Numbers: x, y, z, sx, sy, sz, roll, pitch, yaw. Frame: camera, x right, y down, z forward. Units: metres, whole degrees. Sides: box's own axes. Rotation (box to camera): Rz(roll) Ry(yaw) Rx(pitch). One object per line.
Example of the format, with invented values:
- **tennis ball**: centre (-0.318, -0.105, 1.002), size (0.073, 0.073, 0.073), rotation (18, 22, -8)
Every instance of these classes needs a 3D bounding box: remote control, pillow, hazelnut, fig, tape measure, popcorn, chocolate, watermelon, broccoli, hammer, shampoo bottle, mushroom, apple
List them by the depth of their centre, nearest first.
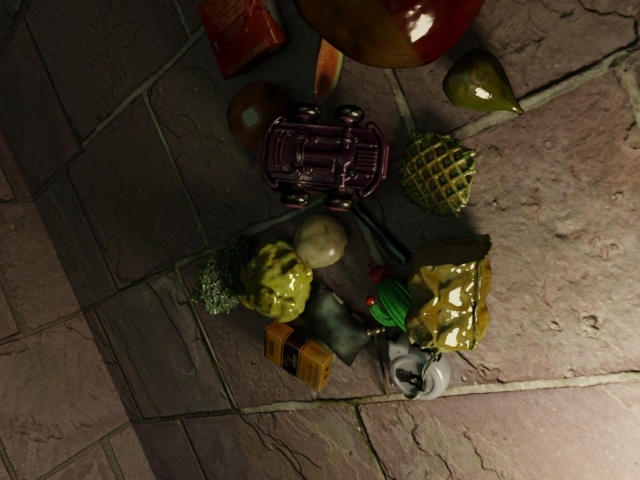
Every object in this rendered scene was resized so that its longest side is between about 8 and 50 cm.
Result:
- **hazelnut**: centre (0.143, -0.554, 0.951), size (0.429, 0.402, 0.401), rotation (28, 119, 27)
- **fig**: centre (0.354, -0.327, 1.017), size (0.127, 0.133, 0.184), rotation (-25, 110, 30)
- **watermelon**: centre (0.012, -0.476, 1.207), size (0.063, 0.119, 0.245), rotation (20, 116, 16)
- **tape measure**: centre (0.274, 0.365, 1.296), size (0.179, 0.105, 0.196), rotation (3, 114, 30)
- **hammer**: centre (0.153, -0.045, 1.301), size (0.290, 0.037, 0.137), rotation (47, 127, 14)
- **chocolate**: centre (-0.220, -0.624, 1.332), size (0.238, 0.108, 0.234), rotation (-19, 93, 36)
- **apple**: centre (-0.173, -0.364, 1.333), size (0.174, 0.188, 0.188), rotation (-43, 79, 34)
- **mushroom**: centre (0.000, 0.000, 1.366), size (0.166, 0.127, 0.166), rotation (-3, 79, 14)
- **hammer**: centre (0.186, 0.371, 1.381), size (0.058, 0.029, 0.292), rotation (-12, 119, 5)
- **pillow**: centre (0.045, 0.261, 1.431), size (0.250, 0.106, 0.186), rotation (42, 127, 13)
- **popcorn**: centre (-0.136, 0.120, 1.457), size (0.242, 0.235, 0.250), rotation (19, 76, 26)
- **shampoo bottle**: centre (-0.199, -0.271, 1.473), size (0.080, 0.040, 0.165), rotation (-15, 95, 36)
- **remote control**: centre (-0.055, 0.361, 1.580), size (0.234, 0.038, 0.098), rotation (4, 111, 34)
- **broccoli**: centre (-0.350, 0.106, 1.612), size (0.246, 0.288, 0.248), rotation (29, 159, 41)

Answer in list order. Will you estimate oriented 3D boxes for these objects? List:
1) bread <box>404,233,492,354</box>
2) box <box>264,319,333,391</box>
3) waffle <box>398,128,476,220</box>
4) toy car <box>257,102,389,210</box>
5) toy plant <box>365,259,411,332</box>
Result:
- **bread**: centre (0.316, 0.128, 1.124), size (0.239, 0.196, 0.251), rotation (-11, 111, -2)
- **box**: centre (-0.077, 0.380, 1.523), size (0.237, 0.070, 0.152), rotation (26, 133, 21)
- **waffle**: centre (0.290, -0.165, 1.153), size (0.208, 0.054, 0.214), rotation (25, 120, 31)
- **toy car**: centre (0.008, -0.209, 1.240), size (0.341, 0.240, 0.271), rotation (7, 88, 6)
- **toy plant**: centre (0.209, 0.172, 1.292), size (0.240, 0.088, 0.154), rotation (28, 106, 13)
